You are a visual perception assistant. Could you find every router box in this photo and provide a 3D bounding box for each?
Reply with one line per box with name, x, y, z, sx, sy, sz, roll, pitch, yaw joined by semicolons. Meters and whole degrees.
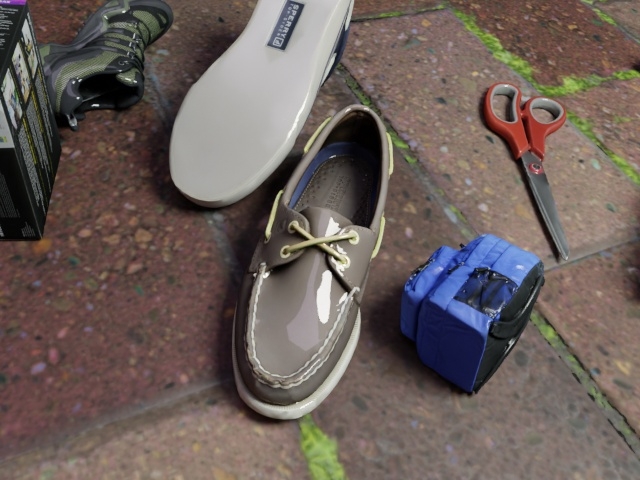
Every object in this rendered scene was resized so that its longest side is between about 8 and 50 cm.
router box;-0.283;-0.106;0.556;0.046;0.178;0.133;0;49;-11

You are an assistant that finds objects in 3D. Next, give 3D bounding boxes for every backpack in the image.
backpack;0.135;0.049;0.534;0.101;0.097;0.120;34;54;25

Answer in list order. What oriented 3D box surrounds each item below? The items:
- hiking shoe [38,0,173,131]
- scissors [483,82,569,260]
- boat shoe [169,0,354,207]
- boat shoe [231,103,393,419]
hiking shoe;-0.243;-0.209;0.728;0.114;0.086;0.227;38;59;6
scissors;0.243;-0.096;0.729;0.109;0.021;0.297;16;50;3
boat shoe;-0.048;-0.174;0.700;0.127;0.158;0.340;26;79;9
boat shoe;0.000;0.000;0.557;0.117;0.096;0.324;16;49;6
